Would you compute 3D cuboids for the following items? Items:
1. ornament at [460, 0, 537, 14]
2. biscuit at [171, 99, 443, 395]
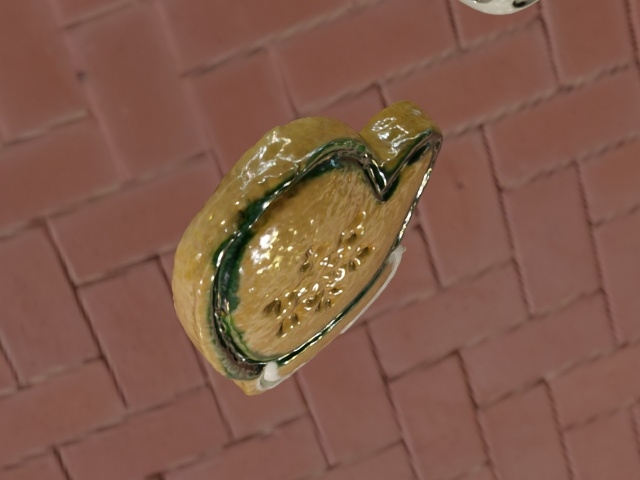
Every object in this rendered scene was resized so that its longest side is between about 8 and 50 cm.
[{"bbox_3d":[0.058,-0.179,0.877,0.156,0.075,0.081,39,144,-16],"label":"ornament"},{"bbox_3d":[0.001,0.001,1.484,0.287,0.057,0.344,-44,157,-11],"label":"biscuit"}]
